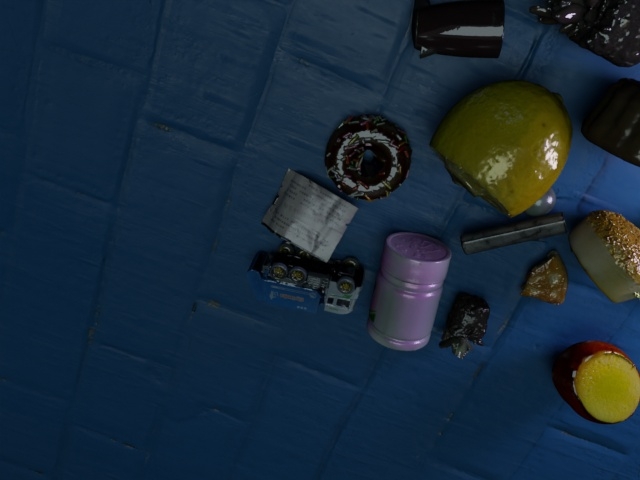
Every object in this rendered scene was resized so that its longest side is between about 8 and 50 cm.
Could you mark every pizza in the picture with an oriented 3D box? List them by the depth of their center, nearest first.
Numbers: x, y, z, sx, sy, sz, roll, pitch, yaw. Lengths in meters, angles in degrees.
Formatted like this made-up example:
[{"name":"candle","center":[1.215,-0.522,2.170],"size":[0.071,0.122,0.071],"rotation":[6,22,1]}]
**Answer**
[{"name":"pizza","center":[0.706,0.134,1.902],"size":[0.161,0.062,0.182],"rotation":[-27,114,10]}]

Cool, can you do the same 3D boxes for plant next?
[{"name":"plant","center":[0.696,-0.583,1.509],"size":[0.321,0.181,0.194],"rotation":[27,115,-11]},{"name":"plant","center":[0.470,0.279,1.953],"size":[0.143,0.131,0.203],"rotation":[7,117,0]}]

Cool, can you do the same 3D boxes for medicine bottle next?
[{"name":"medicine bottle","center":[0.271,0.159,1.876],"size":[0.212,0.212,0.325],"rotation":[9,116,2]}]

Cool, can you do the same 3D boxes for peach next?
[{"name":"peach","center":[0.864,0.442,1.923],"size":[0.275,0.248,0.245],"rotation":[44,151,-19]}]

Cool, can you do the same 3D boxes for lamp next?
[{"name":"lamp","center":[0.635,-0.121,1.766],"size":[0.105,0.105,0.105],"rotation":[3,115,6]}]

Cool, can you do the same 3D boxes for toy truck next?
[{"name":"toy truck","center":[-0.047,0.125,1.938],"size":[0.368,0.146,0.175],"rotation":[12,123,4]}]

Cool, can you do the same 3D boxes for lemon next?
[{"name":"lemon","center":[0.494,-0.264,1.595],"size":[0.364,0.364,0.364],"rotation":[3,115,6]}]

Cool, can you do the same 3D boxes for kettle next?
[{"name":"kettle","center":[0.357,-0.578,1.575],"size":[0.232,0.144,0.202],"rotation":[3,95,8]}]

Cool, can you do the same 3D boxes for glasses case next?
[{"name":"glasses case","center":[0.576,-0.019,1.798],"size":[0.299,0.114,0.060],"rotation":[-14,73,22]}]

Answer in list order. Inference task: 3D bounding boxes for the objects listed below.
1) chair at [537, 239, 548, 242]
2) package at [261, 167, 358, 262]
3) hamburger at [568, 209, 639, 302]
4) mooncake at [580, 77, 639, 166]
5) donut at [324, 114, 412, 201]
[{"name":"chair","center":[0.662,-0.019,1.845],"size":[0.086,0.037,0.042],"rotation":[4,127,0]},{"name":"package","center":[-0.041,-0.076,1.844],"size":[0.251,0.062,0.203],"rotation":[30,98,11]},{"name":"hamburger","center":[0.854,0.041,1.725],"size":[0.179,0.276,0.294],"rotation":[-37,119,27]},{"name":"mooncake","center":[0.858,-0.287,1.550],"size":[0.324,0.324,0.187],"rotation":[23,114,-4]},{"name":"donut","center":[0.139,-0.238,1.771],"size":[0.270,0.103,0.269],"rotation":[3,114,7]}]
